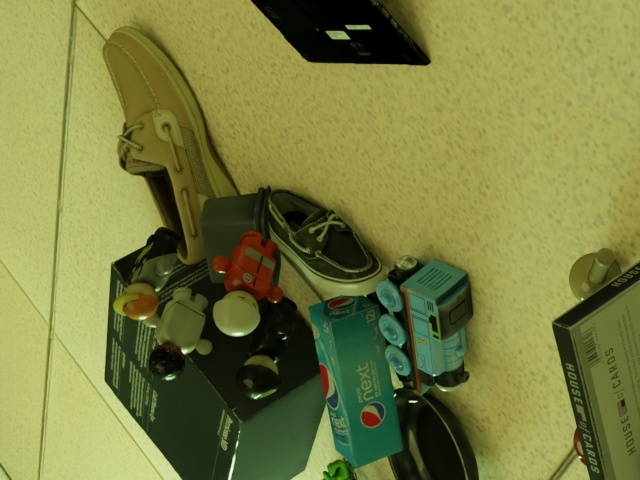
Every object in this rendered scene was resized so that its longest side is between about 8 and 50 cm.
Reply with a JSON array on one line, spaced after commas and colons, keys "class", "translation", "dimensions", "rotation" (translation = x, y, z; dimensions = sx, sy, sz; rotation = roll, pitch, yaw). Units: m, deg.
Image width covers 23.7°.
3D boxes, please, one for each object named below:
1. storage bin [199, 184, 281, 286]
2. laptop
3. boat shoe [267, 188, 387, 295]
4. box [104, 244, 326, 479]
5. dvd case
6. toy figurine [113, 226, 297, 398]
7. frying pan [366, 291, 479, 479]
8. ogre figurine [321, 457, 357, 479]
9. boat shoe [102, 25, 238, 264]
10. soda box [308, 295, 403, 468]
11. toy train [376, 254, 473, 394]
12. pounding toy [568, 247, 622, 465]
[{"class": "storage bin", "translation": [-0.107, -0.005, 2.036], "dimensions": [0.098, 0.091, 0.135], "rotation": [-83, -11, -52]}, {"class": "laptop", "translation": [0.005, -0.324, 1.648], "dimensions": [0.264, 0.136, 0.234], "rotation": [44, 163, -29]}, {"class": "boat shoe", "translation": [0.000, 0.000, 1.901], "dimensions": [0.219, 0.078, 0.070], "rotation": [32, 143, 45]}, {"class": "box", "translation": [-0.157, 0.195, 2.248], "dimensions": [0.312, 0.179, 0.343], "rotation": [49, 151, 22]}, {"class": "dvd case", "translation": [0.304, 0.091, 1.296], "dimensions": [0.029, 0.239, 0.179], "rotation": [17, 130, 53]}, {"class": "toy figurine", "translation": [-0.145, 0.097, 1.972], "dimensions": [0.210, 0.148, 0.213], "rotation": [5, 142, 15]}, {"class": "frying pan", "translation": [0.115, 0.221, 1.954], "dimensions": [0.326, 0.053, 0.197], "rotation": [65, 154, 16]}, {"class": "ogre figurine", "translation": [0.040, 0.398, 2.206], "dimensions": [0.118, 0.097, 0.197], "rotation": [61, 144, 23]}, {"class": "boat shoe", "translation": [-0.222, -0.132, 2.111], "dimensions": [0.341, 0.110, 0.122], "rotation": [62, 153, -4]}, {"class": "soda box", "translation": [0.045, 0.175, 1.927], "dimensions": [0.067, 0.071, 0.210], "rotation": [31, 135, 60]}, {"class": "toy train", "translation": [0.126, 0.102, 1.790], "dimensions": [0.105, 0.080, 0.184], "rotation": [25, 137, 39]}, {"class": "pounding toy", "translation": [0.274, 0.133, 1.444], "dimensions": [0.236, 0.110, 0.183], "rotation": [65, -171, 5]}]
